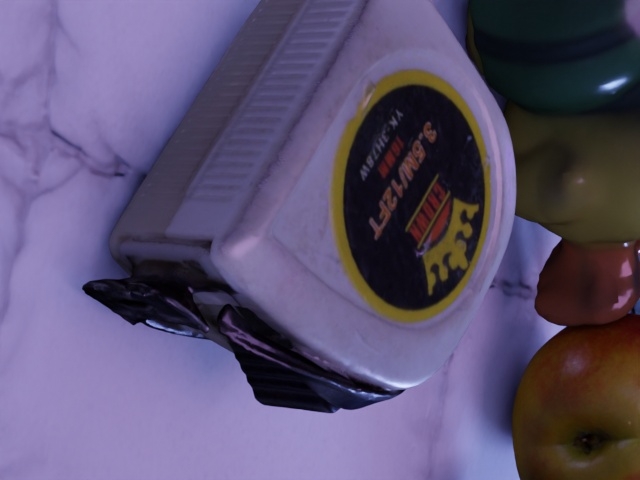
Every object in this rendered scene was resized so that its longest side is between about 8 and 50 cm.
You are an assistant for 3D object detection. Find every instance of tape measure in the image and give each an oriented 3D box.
[{"bbox_3d":[0.000,0.000,1.019,0.231,0.133,0.271,54,52,-36],"label":"tape measure"}]

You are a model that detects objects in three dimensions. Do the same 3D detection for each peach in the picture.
[{"bbox_3d":[0.247,0.150,1.363,0.192,0.190,0.190,-17,109,-61],"label":"peach"}]

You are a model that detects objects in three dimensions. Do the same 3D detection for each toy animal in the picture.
[{"bbox_3d":[0.227,-0.110,1.289,0.216,0.191,0.338,-47,132,-43],"label":"toy animal"}]

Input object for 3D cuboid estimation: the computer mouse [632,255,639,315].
[{"bbox_3d":[0.368,0.015,1.598,0.203,0.114,0.374,-63,142,-31],"label":"computer mouse"}]
